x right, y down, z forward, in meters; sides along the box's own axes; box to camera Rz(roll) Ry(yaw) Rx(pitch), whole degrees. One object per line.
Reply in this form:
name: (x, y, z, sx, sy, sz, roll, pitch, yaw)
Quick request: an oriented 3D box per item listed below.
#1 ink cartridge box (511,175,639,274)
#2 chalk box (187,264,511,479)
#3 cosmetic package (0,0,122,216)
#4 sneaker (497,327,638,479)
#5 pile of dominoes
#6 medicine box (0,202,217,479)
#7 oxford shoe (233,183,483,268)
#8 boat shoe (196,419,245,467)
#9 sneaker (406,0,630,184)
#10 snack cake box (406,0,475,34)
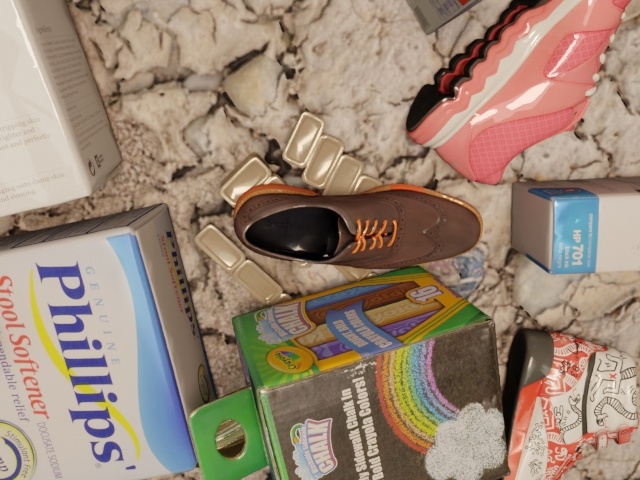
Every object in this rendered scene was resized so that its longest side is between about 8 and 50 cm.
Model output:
ink cartridge box: (0.310, -0.021, 0.665, 0.191, 0.139, 0.082, -1, 101, 1)
chalk box: (0.015, 0.163, 0.656, 0.289, 0.179, 0.180, -14, 107, -10)
cosmetic package: (-0.361, -0.211, 0.602, 0.217, 0.156, 0.384, -13, 108, -1)
sneaker: (0.279, 0.242, 0.749, 0.145, 0.090, 0.269, 10, 100, 2)
pile of dominoes: (0.000, 0.000, 0.741, 0.196, 0.040, 0.251, -44, 106, 7)
medicine box: (-0.287, 0.122, 0.705, 0.290, 0.149, 0.263, -11, 102, 4)
oxford shoe: (0.045, -0.005, 0.671, 0.272, 0.098, 0.096, 0, 106, -6)
boat shoe: (-0.107, 0.230, 0.780, 0.153, 0.048, 0.056, -29, 145, 11)
sneaker: (0.238, -0.186, 0.661, 0.136, 0.116, 0.314, 42, 107, -18)
snack cake box: (0.108, -0.277, 0.550, 0.089, 0.264, 0.152, -32, 100, 7)
